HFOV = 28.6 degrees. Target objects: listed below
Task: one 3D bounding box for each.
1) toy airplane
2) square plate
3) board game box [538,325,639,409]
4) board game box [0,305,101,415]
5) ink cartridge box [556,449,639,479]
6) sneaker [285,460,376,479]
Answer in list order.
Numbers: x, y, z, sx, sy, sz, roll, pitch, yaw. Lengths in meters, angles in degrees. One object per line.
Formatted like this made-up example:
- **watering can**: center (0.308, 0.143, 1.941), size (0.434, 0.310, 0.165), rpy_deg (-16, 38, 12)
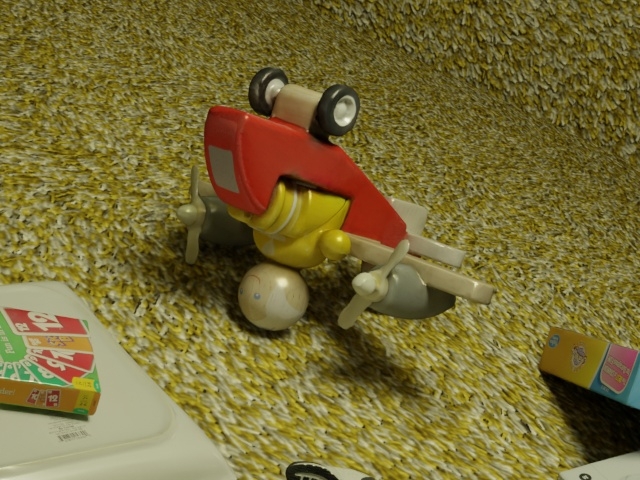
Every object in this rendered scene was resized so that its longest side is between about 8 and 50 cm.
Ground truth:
- **toy airplane**: center (0.000, 0.000, 1.554), size (0.384, 0.272, 0.386), rpy_deg (32, -13, -3)
- **square plate**: center (-0.298, 0.138, 1.191), size (0.347, 0.049, 0.344), rpy_deg (-4, 34, -45)
- **board game box**: center (0.437, 0.187, 1.565), size (0.242, 0.064, 0.316), rpy_deg (19, -1, -8)
- **board game box**: center (-0.336, 0.096, 1.146), size (0.259, 0.039, 0.124), rpy_deg (9, 26, -22)
- **ink cartridge box**: center (0.408, 0.309, 1.371), size (0.223, 0.045, 0.224), rpy_deg (-10, 33, -26)
- **sneaker**: center (0.014, 0.246, 1.262), size (0.109, 0.040, 0.044), rpy_deg (20, 7, -14)
